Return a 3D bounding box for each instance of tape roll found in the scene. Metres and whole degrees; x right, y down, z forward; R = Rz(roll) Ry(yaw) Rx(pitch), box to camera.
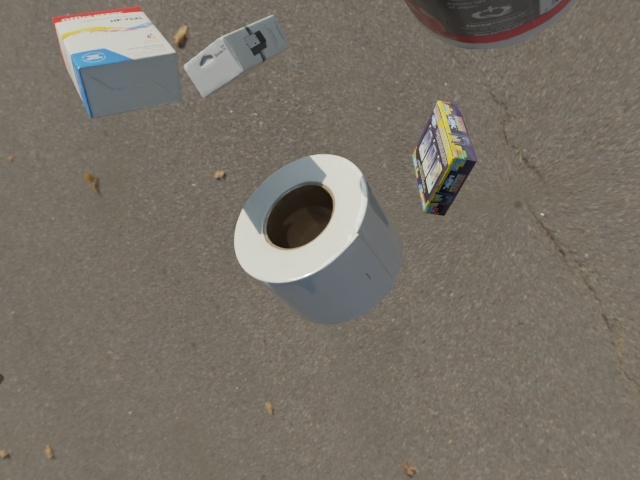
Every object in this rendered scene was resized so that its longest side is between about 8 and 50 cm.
[{"bbox_3d":[0.000,0.000,0.857,0.246,0.169,0.246,-15,53,21],"label":"tape roll"}]

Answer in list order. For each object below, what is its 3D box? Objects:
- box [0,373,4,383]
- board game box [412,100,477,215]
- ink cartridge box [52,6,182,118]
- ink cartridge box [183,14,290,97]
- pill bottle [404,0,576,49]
[{"bbox_3d":[-0.463,0.179,0.468,0.183,0.059,0.233,34,63,-4],"label":"box"},{"bbox_3d":[0.229,-0.156,0.952,0.048,0.170,0.141,9,139,-11],"label":"board game box"},{"bbox_3d":[-0.313,-0.283,0.757,0.231,0.134,0.078,51,150,36],"label":"ink cartridge box"},{"bbox_3d":[-0.190,-0.426,1.162,0.153,0.208,0.087,-16,113,40],"label":"ink cartridge box"},{"bbox_3d":[0.097,-0.262,0.321,0.176,0.318,0.176,0,89,25],"label":"pill bottle"}]
